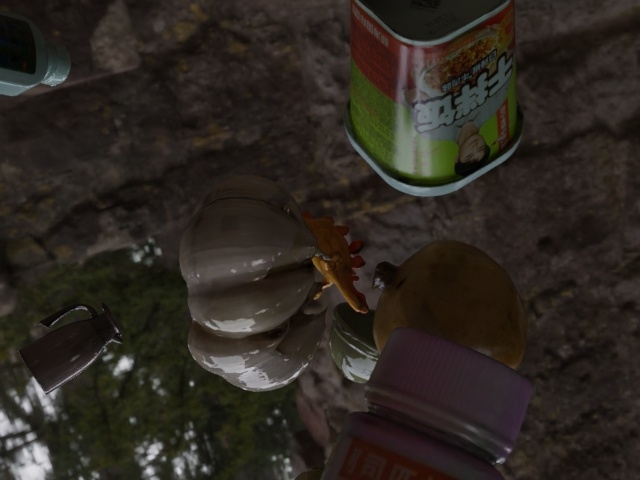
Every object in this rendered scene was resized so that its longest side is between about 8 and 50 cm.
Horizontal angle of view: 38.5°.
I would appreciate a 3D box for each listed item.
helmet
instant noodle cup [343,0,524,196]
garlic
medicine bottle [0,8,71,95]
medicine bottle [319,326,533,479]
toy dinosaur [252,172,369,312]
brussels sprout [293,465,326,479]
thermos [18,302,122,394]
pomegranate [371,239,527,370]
[{"bbox_3d":[0.113,0.247,2.014,0.258,0.137,0.204,16,-158,-31],"label":"helmet"},{"bbox_3d":[0.170,-0.273,1.392,0.294,0.307,0.293,-4,-125,5],"label":"instant noodle cup"},{"bbox_3d":[-0.088,0.047,1.199,0.203,0.281,0.185,-8,160,16],"label":"garlic"},{"bbox_3d":[-0.481,-0.282,1.365,0.083,0.121,0.229,-18,168,32],"label":"medicine bottle"},{"bbox_3d":[0.106,0.320,1.131,0.219,0.219,0.388,11,-109,48],"label":"medicine bottle"},{"bbox_3d":[0.000,0.000,1.363,0.117,0.070,0.288,-4,-135,-42],"label":"toy dinosaur"},{"bbox_3d":[0.022,0.447,1.522,0.155,0.155,0.117,-14,-163,-1],"label":"brussels sprout"},{"bbox_3d":[-0.499,0.199,1.830,0.193,0.105,0.137,-33,-112,-17],"label":"thermos"},{"bbox_3d":[0.237,0.150,1.665,0.307,0.307,0.307,-12,-159,4],"label":"pomegranate"}]
